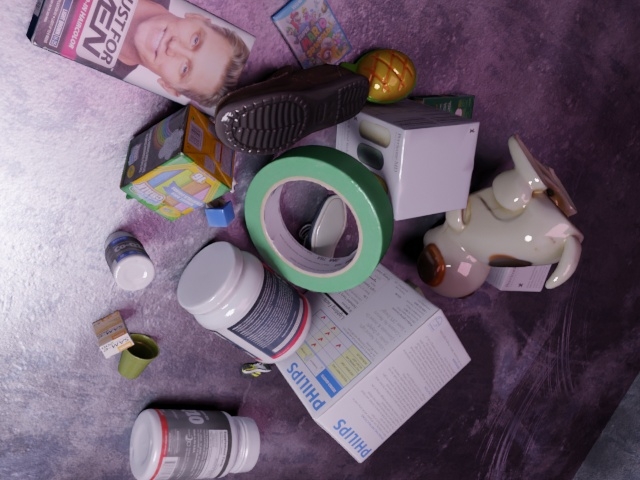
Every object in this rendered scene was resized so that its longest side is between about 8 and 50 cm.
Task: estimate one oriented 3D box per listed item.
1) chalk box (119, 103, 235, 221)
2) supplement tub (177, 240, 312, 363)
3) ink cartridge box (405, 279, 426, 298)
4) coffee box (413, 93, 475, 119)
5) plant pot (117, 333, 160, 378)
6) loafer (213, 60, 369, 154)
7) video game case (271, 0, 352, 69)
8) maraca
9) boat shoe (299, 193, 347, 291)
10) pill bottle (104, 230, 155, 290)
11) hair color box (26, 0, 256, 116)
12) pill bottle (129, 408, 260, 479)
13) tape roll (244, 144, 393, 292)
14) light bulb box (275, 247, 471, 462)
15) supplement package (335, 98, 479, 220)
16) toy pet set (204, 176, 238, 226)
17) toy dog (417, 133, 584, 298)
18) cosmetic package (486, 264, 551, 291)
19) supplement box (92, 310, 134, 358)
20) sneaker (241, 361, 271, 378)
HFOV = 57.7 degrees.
[{"bbox_3d":[-0.285,-0.134,1.109,0.213,0.132,0.132,-23,140,29],"label":"chalk box"},{"bbox_3d":[-0.165,0.142,1.310,0.191,0.191,0.272,-48,128,-2],"label":"supplement tub"},{"bbox_3d":[0.216,0.250,1.682,0.235,0.056,0.171,-42,128,-9],"label":"ink cartridge box"},{"bbox_3d":[0.304,-0.308,1.454,0.184,0.040,0.113,-13,118,-32],"label":"coffee box"},{"bbox_3d":[-0.415,0.266,1.300,0.083,0.083,0.079,16,115,-36],"label":"plant pot"},{"bbox_3d":[-0.068,-0.274,1.166,0.366,0.130,0.133,-23,143,-37],"label":"loafer"},{"bbox_3d":[-0.015,-0.436,1.224,0.119,0.015,0.166,-42,127,-6],"label":"video game case"},{"bbox_3d":[0.125,-0.362,1.294,0.186,0.099,0.127,-16,81,-8],"label":"maraca"},{"bbox_3d":[0.000,0.000,1.411,0.095,0.079,0.254,-8,119,-31],"label":"boat shoe"},{"bbox_3d":[-0.385,0.037,1.159,0.078,0.137,0.078,-14,121,-25],"label":"pill bottle"},{"bbox_3d":[-0.308,-0.362,1.029,0.348,0.105,0.173,16,105,-36],"label":"hair color box"},{"bbox_3d":[-0.303,0.499,1.425,0.284,0.161,0.161,14,105,-36],"label":"pill bottle"},{"bbox_3d":[-0.007,-0.042,1.246,0.077,0.322,0.320,-48,140,-50],"label":"tape roll"},{"bbox_3d":[0.095,0.263,1.423,0.361,0.358,0.225,-40,125,-7],"label":"light bulb box"},{"bbox_3d":[0.182,-0.193,1.307,0.198,0.263,0.199,-11,118,-27],"label":"supplement package"},{"bbox_3d":[-0.231,-0.088,1.236,0.122,0.065,0.114,-20,122,-21],"label":"toy pet set"},{"bbox_3d":[0.445,-0.001,1.513,0.408,0.395,0.285,-35,150,30],"label":"toy dog"},{"bbox_3d":[0.570,0.054,1.734,0.184,0.151,0.151,3,110,-32],"label":"cosmetic package"},{"bbox_3d":[-0.441,0.198,1.231,0.062,0.098,0.036,-28,124,-17],"label":"supplement box"},{"bbox_3d":[-0.169,0.340,1.513,0.083,0.031,0.035,5,124,-28],"label":"sneaker"}]
